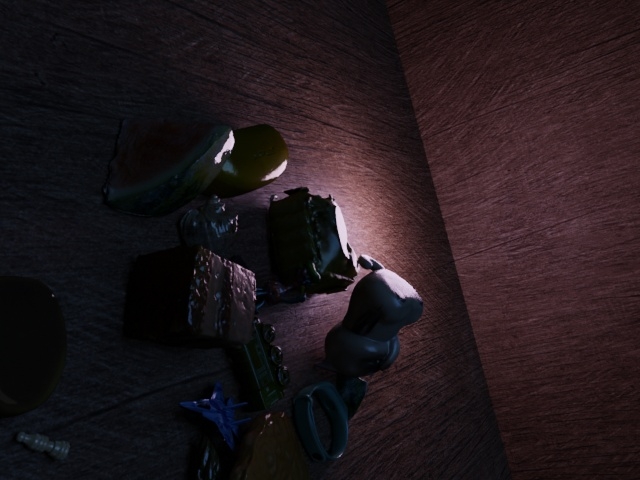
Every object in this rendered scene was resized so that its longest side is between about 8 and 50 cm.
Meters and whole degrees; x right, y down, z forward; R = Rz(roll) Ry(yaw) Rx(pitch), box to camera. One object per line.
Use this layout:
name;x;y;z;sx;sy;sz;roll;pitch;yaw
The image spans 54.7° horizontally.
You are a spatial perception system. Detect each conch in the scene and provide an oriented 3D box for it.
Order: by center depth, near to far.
conch;-0.282;-0.013;1.564;0.155;0.130;0.207;2;95;-24

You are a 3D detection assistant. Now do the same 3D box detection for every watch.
watch;0.002;0.511;1.768;0.237;0.068;0.195;64;33;-21

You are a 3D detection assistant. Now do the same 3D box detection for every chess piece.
chess piece;-0.486;0.353;1.076;0.092;0.035;0.035;40;43;-37

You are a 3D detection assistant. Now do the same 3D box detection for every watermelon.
watermelon;-0.355;-0.183;1.434;0.310;0.231;0.193;-49;133;-3
watermelon;0.100;0.483;1.933;0.080;0.101;0.155;57;42;-46

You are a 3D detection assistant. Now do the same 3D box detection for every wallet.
wallet;-0.236;0.104;1.628;0.082;0.018;0.157;62;33;-16

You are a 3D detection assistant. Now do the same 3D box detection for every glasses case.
glasses case;-0.211;-0.222;1.717;0.371;0.141;0.173;-33;104;-59

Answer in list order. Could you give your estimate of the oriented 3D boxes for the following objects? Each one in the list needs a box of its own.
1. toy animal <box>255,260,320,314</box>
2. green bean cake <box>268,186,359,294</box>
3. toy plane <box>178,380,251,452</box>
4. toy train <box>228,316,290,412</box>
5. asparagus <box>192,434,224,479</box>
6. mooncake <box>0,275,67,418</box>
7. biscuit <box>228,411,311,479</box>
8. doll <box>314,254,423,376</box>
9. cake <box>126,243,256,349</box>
toy animal;-0.097;0.134;1.687;0.100;0.208;0.103;88;-21;-56
green bean cake;0.000;0.000;1.891;0.285;0.201;0.310;14;63;-58
toy plane;-0.247;0.387;1.381;0.246;0.078;0.169;31;33;-55
toy train;-0.160;0.313;1.576;0.137;0.090;0.226;-24;95;-56
asparagus;-0.240;0.567;1.327;0.080;0.080;0.288;20;58;-54
mooncake;-0.532;0.163;1.013;0.234;0.117;0.235;39;42;-46
biscuit;-0.096;0.597;1.454;0.385;0.062;0.366;-52;128;-70
doll;0.156;0.252;1.859;0.215;0.225;0.371;3;112;-61
cake;-0.267;0.149;1.393;0.293;0.196;0.199;34;49;-53
